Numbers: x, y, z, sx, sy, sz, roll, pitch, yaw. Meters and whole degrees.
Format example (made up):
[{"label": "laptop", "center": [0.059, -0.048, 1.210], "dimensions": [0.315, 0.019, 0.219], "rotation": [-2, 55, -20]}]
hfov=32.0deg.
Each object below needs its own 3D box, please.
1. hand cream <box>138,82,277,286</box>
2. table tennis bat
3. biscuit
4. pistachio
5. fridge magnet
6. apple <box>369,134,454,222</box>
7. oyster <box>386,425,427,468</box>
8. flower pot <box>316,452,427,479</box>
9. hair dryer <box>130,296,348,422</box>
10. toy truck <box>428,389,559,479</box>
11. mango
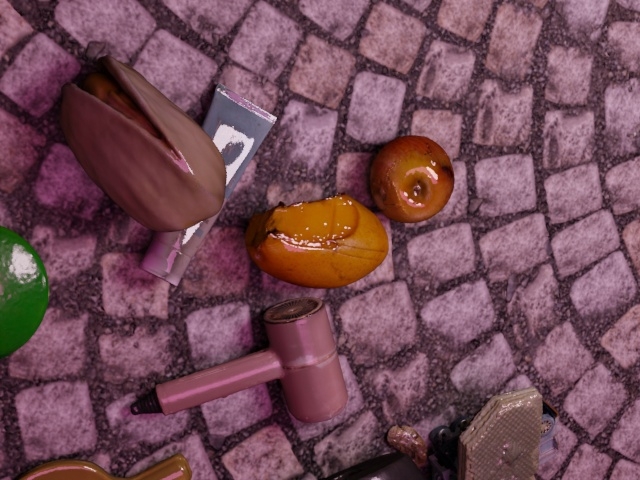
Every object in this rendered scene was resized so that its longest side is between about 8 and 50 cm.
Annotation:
[{"label": "hand cream", "center": [-0.177, -0.081, 1.725], "dimensions": [0.111, 0.070, 0.312], "rotation": [28, 84, -20]}, {"label": "table tennis bat", "center": [-0.354, 0.418, 1.748], "dimensions": [0.320, 0.050, 0.198], "rotation": [-22, 108, -14]}, {"label": "biscuit", "center": [0.304, 0.375, 1.888], "dimensions": [0.150, 0.052, 0.252], "rotation": [-10, 115, -22]}, {"label": "pistachio", "center": [-0.257, -0.134, 1.608], "dimensions": [0.288, 0.197, 0.166], "rotation": [44, 75, -1]}, {"label": "fridge magnet", "center": [-0.497, 0.075, 1.605], "dimensions": [0.208, 0.088, 0.208], "rotation": [-4, 100, -23]}, {"label": "apple", "center": [0.152, -0.100, 1.822], "dimensions": [0.146, 0.146, 0.147], "rotation": [-4, 101, -22]}, {"label": "oyster", "center": [0.153, 0.368, 1.954], "dimensions": [0.083, 0.038, 0.081], "rotation": [13, 96, -25]}, {"label": "flower pot", "center": [0.087, 0.498, 1.825], "dimensions": [0.379, 0.379, 0.251], "rotation": [-20, 84, -18]}, {"label": "hair dryer", "center": [-0.135, 0.231, 1.793], "dimensions": [0.344, 0.107, 0.189], "rotation": [-17, 107, -10]}, {"label": "toy truck", "center": [0.304, 0.382, 1.988], "dimensions": [0.256, 0.108, 0.140], "rotation": [-24, 120, -15]}, {"label": "mango", "center": [0.000, 0.000, 1.781], "dimensions": [0.252, 0.126, 0.154], "rotation": [6, 86, -30]}]
